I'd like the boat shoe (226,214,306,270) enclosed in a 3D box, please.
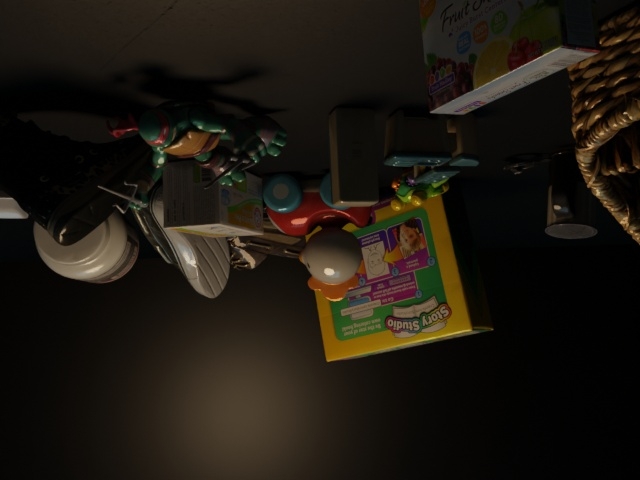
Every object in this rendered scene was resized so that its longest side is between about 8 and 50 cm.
[{"bbox_3d":[-0.169,0.005,1.542,0.356,0.130,0.132,-3,180,-19],"label":"boat shoe"}]

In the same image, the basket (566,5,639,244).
[{"bbox_3d":[0.375,-0.096,0.570,0.214,0.222,0.299,2,174,-37],"label":"basket"}]

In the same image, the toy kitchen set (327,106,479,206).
[{"bbox_3d":[0.102,-0.099,0.928,0.207,0.122,0.166,-1,174,-14],"label":"toy kitchen set"}]

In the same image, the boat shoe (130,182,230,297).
[{"bbox_3d":[-0.286,-0.007,1.390,0.119,0.121,0.335,14,145,25],"label":"boat shoe"}]

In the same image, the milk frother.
[{"bbox_3d":[0.394,-0.080,1.153,0.129,0.134,0.143,20,160,-36],"label":"milk frother"}]

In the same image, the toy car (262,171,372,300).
[{"bbox_3d":[0.000,0.000,1.307,0.211,0.237,0.219,-3,174,8],"label":"toy car"}]

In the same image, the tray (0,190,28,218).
[{"bbox_3d":[-0.659,-0.076,1.341,0.145,0.030,0.270,1,173,-26],"label":"tray"}]

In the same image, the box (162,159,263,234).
[{"bbox_3d":[-0.183,-0.068,1.178,0.103,0.114,0.203,-3,175,16],"label":"box"}]

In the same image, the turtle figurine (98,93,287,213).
[{"bbox_3d":[-0.140,-0.108,0.766,0.175,0.118,0.234,-14,180,25],"label":"turtle figurine"}]

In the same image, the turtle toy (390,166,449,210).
[{"bbox_3d":[0.182,-0.103,1.195,0.095,0.066,0.130,-28,-171,-39],"label":"turtle toy"}]

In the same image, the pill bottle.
[{"bbox_3d":[-0.485,-0.004,1.391,0.177,0.176,0.318,-1,174,-8],"label":"pill bottle"}]

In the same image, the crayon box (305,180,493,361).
[{"bbox_3d":[0.154,0.074,1.436,0.363,0.312,0.106,-19,165,36],"label":"crayon box"}]

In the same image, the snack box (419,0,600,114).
[{"bbox_3d":[0.125,-0.156,0.470,0.037,0.100,0.141,0,173,-26],"label":"snack box"}]

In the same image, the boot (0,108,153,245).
[{"bbox_3d":[-0.303,-0.112,0.813,0.179,0.236,0.085,32,132,3],"label":"boot"}]

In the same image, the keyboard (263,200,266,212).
[{"bbox_3d":[-0.105,-0.078,1.531,0.318,0.033,0.201,-3,-179,1],"label":"keyboard"}]
